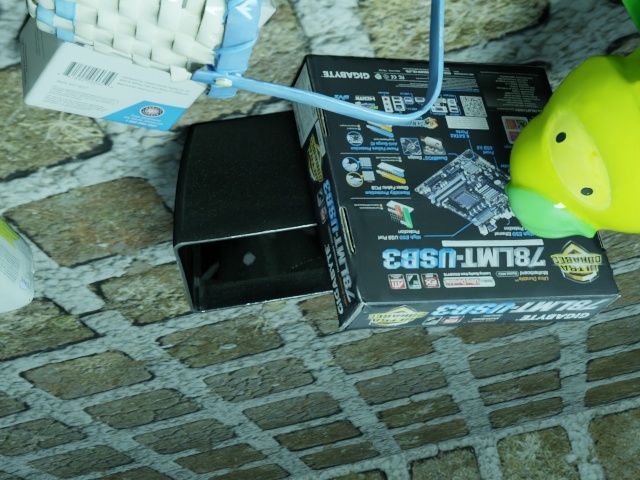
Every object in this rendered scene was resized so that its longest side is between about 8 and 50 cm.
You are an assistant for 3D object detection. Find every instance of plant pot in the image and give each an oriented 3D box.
[{"bbox_3d":[-0.074,-0.039,1.134,0.188,0.166,0.188,-9,155,-5],"label":"plant pot"}]

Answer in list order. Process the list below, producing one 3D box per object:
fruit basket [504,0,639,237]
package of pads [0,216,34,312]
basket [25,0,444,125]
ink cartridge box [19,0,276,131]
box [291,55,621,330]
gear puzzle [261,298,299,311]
[{"bbox_3d":[0.334,-0.126,0.862,0.392,0.391,0.283,-11,177,1],"label":"fruit basket"},{"bbox_3d":[-0.517,0.033,1.177,0.297,0.101,0.229,-13,154,5],"label":"package of pads"},{"bbox_3d":[-0.045,-0.225,0.683,0.289,0.254,0.201,9,172,-7],"label":"basket"},{"bbox_3d":[-0.157,-0.193,0.877,0.148,0.085,0.203,9,147,-37],"label":"ink cartridge box"},{"bbox_3d":[0.136,-0.054,1.042,0.296,0.293,0.073,-1,153,-20],"label":"box"},{"bbox_3d":[0.000,0.000,1.398,0.339,0.044,0.175,-30,147,28],"label":"gear puzzle"}]
